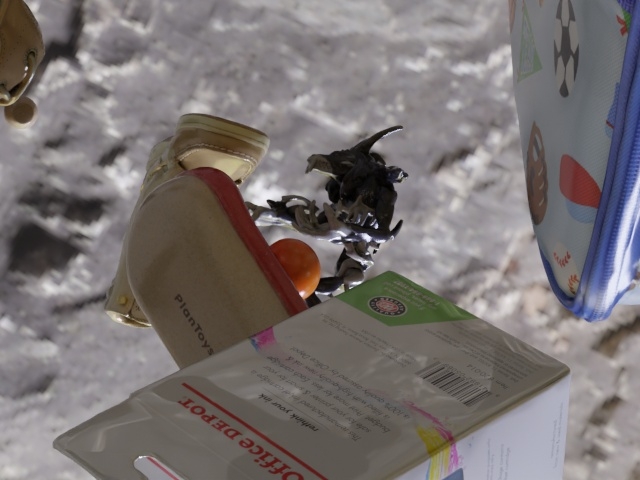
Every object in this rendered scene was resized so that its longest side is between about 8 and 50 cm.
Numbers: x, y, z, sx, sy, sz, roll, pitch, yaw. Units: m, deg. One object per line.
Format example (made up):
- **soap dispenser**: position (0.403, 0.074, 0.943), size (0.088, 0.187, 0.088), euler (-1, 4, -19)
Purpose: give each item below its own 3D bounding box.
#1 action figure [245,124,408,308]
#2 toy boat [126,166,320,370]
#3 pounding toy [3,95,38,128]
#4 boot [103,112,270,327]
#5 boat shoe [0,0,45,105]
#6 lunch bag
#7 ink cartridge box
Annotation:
- **action figure**: position (0.000, 0.000, 1.617), size (0.141, 0.164, 0.275), euler (22, 73, -26)
- **toy boat**: position (-0.062, 0.039, 1.432), size (0.151, 0.231, 0.151), euler (-24, 168, -43)
- **pounding toy**: position (-0.434, -0.203, 1.819), size (0.154, 0.269, 0.154), euler (-60, -172, -9)
- **boot**: position (-0.140, -0.012, 1.622), size (0.095, 0.262, 0.203), euler (22, 74, -19)
- **boat shoe**: position (-0.243, -0.142, 1.125), size (0.110, 0.122, 0.341), euler (11, 86, -26)
- **lunch bag**: position (0.131, -0.139, 0.616), size (0.243, 0.115, 0.303), euler (88, -1, -48)
- **ink cartridge box**: position (-0.002, 0.166, 1.223), size (0.353, 0.207, 0.119), euler (-23, 128, -37)
